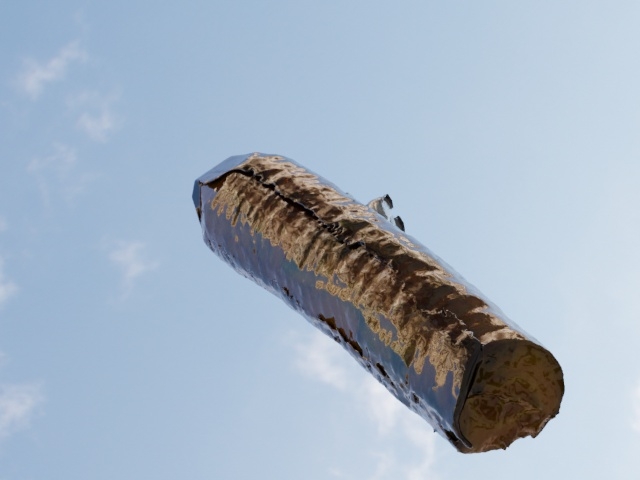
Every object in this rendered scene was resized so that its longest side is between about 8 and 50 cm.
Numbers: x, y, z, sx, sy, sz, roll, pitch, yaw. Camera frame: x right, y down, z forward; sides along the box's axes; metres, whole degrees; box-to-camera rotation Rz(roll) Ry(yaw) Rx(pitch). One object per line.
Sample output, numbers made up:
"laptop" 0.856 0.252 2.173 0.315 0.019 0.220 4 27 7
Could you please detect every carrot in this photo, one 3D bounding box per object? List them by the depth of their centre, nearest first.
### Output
"carrot" 0.012 0.018 0.506 0.070 0.260 0.070 -14 -61 -26

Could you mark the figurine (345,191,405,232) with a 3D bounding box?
"figurine" 0.000 0.000 0.686 0.060 0.106 0.047 52 -154 -35
